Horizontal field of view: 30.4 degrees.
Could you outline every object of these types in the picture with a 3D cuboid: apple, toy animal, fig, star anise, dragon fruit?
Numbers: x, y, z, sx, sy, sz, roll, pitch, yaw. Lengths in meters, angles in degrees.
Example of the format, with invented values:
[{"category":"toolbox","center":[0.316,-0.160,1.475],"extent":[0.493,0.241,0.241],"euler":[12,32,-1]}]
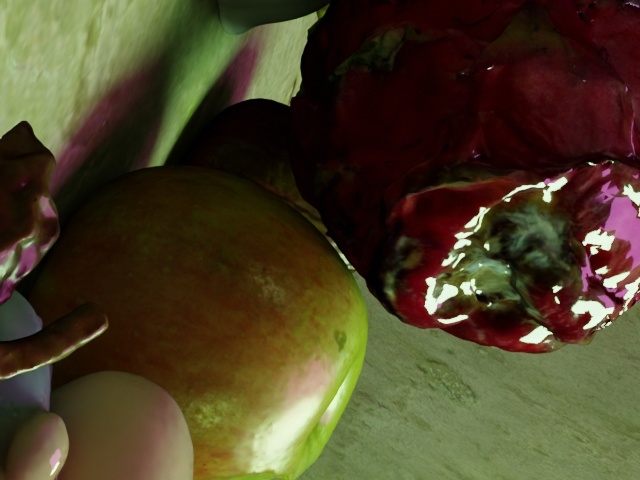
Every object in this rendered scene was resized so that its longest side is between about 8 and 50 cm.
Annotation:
[{"category":"apple","center":[-0.086,0.075,0.818],"extent":[0.246,0.226,0.246],"euler":[24,90,-89]},{"category":"toy animal","center":[-0.173,0.167,0.612],"extent":[0.221,0.210,0.229],"euler":[-67,147,-42]},{"category":"fig","center":[0.004,-0.024,1.039],"extent":[0.190,0.290,0.190],"euler":[-175,-90,-89]},{"category":"star anise","center":[-0.176,0.039,0.456],"extent":[0.212,0.111,0.196],"euler":[-53,168,-5]},{"category":"dragon fruit","center":[0.129,-0.080,0.842],"extent":[0.329,0.329,0.329],"euler":[-60,176,-7]}]

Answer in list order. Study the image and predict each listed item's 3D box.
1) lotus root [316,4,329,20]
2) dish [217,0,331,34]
[{"category":"lotus root","center":[0.024,-0.242,1.205],"extent":[0.099,0.049,0.054],"euler":[-51,161,-62]},{"category":"dish","center":[0.011,-0.239,0.868],"extent":[0.229,0.081,0.229],"euler":[-59,175,-8]}]
